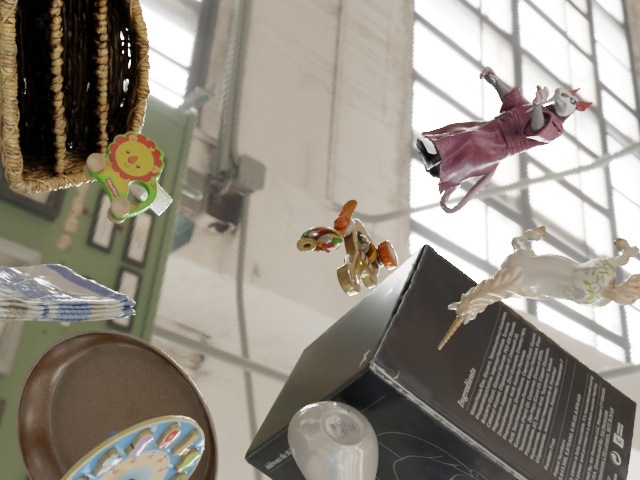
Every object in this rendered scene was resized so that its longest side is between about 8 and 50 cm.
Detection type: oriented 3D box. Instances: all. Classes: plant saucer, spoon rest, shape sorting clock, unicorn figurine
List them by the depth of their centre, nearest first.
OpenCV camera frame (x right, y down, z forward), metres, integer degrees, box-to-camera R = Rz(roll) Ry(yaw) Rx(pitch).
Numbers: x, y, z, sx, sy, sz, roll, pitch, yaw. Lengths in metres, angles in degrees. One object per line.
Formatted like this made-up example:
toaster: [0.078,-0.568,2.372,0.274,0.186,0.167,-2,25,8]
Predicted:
unicorn figurine: [0.177,0.030,0.626,0.161,0.060,0.111,-10,-164,40]
shape sorting clock: [-0.221,0.281,0.914,0.206,0.206,0.040,-52,-122,17]
plant saucer: [-0.271,0.267,1.082,0.310,0.050,0.311,3,-80,19]
spoon rest: [0.037,0.334,1.100,0.276,0.137,0.084,-114,-146,-49]

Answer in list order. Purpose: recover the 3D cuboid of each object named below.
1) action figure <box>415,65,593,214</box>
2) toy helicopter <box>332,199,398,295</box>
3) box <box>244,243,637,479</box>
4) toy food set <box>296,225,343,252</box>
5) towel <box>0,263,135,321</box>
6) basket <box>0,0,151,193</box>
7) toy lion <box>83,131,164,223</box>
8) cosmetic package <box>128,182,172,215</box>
action figure: [0.395,-0.211,1.672,0.370,0.276,0.248,-18,-154,10]
toy helicopter: [0.093,0.036,2.165,0.140,0.235,0.355,-21,-165,17]
box: [0.199,0.342,1.411,0.480,0.471,0.297,-46,-169,48]
toy food set: [0.000,0.000,1.535,0.082,0.083,0.020,129,-32,-47]
towel: [-0.410,0.062,1.032,0.209,0.285,0.034,18,-83,36]
basket: [-0.338,-0.232,1.107,0.223,0.213,0.299,-139,-129,-59]
toy lion: [-0.233,-0.082,0.976,0.100,0.096,0.034,61,-29,6]
cosmetic package: [-0.311,-0.091,1.414,0.060,0.115,0.041,39,-98,13]
